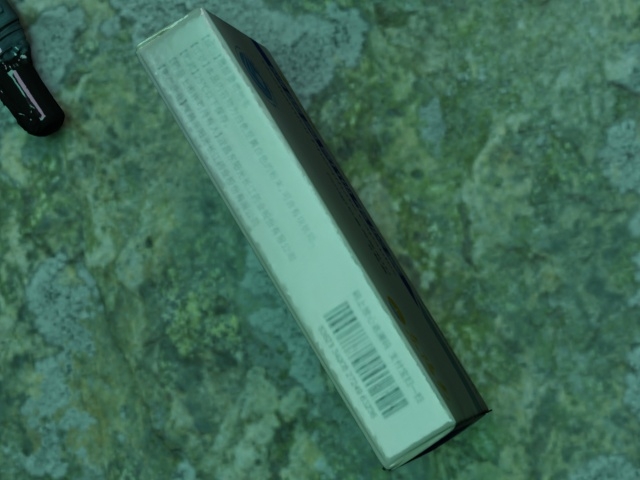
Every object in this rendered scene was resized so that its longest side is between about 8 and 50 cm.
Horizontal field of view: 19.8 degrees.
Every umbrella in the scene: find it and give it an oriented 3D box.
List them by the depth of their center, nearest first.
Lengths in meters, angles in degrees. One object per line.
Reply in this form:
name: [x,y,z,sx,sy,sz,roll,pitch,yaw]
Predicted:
umbrella: [-0.283,-0.191,1.491,0.053,0.052,0.250,-32,80,-24]

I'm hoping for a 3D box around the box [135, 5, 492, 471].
box: [0.000,0.000,1.343,0.065,0.200,0.343,-33,82,8]
